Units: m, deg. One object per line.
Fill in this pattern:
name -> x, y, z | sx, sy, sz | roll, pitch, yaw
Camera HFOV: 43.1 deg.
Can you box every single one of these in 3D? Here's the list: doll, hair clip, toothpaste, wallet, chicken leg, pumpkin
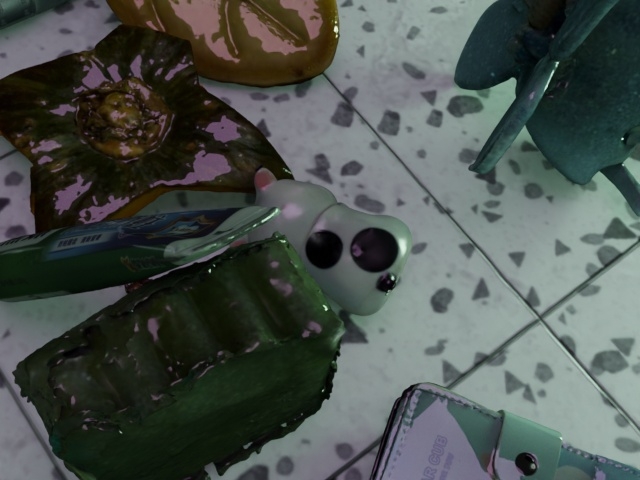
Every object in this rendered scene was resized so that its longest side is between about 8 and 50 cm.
doll -> 0.007, 0.003, 0.851 | 0.180, 0.107, 0.110 | 27, 99, 14
hair clip -> 0.320, -0.216, 0.881 | 0.238, 0.318, 0.392 | 20, 33, -12
toothpaste -> -0.200, 0.013, 0.697 | 0.098, 0.392, 0.061 | -31, 105, -46
wallet -> 0.169, 0.253, 0.763 | 0.250, 0.075, 0.176 | 21, 68, 4
chicken leg -> -0.165, 0.058, 0.848 | 0.083, 0.021, 0.036 | 24, 52, 1
pumpkin -> -0.207, -0.114, 0.890 | 0.290, 0.095, 0.258 | -24, 72, -14

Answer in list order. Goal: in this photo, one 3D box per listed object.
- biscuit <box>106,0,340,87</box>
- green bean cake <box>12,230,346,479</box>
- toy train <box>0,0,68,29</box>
biscuit -> -0.123, -0.272, 0.981 | 0.299, 0.045, 0.154 | 11, 90, -3
green bean cake -> -0.110, 0.120, 0.694 | 0.241, 0.255, 0.132 | -25, 66, -14
toy train -> -0.366, -0.319, 0.981 | 0.409, 0.086, 0.089 | -33, 73, -21
